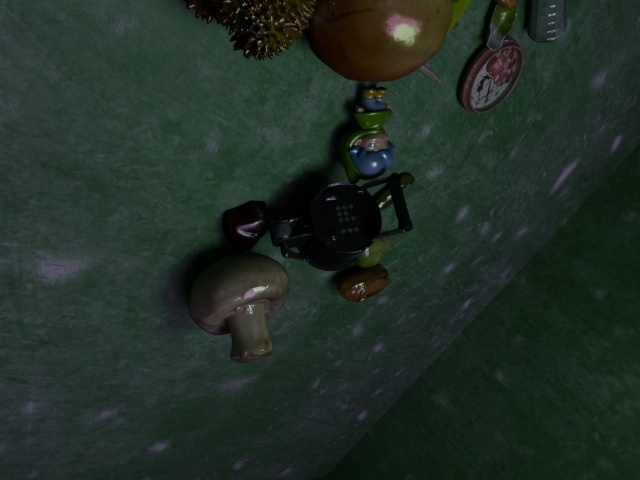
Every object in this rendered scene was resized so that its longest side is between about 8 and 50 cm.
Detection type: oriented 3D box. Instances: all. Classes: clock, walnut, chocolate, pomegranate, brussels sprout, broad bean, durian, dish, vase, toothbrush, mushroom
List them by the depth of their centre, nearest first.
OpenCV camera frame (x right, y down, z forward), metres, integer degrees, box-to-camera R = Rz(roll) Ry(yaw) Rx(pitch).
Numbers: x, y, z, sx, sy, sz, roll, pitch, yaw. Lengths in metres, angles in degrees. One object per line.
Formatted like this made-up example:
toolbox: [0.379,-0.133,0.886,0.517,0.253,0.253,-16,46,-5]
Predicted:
durian: [-0.116,-0.455,0.900,0.258,0.258,0.292,-31,148,-15]
pomegranate: [0.123,-0.475,1.064,0.319,0.319,0.319,-25,141,-22]
toothbrush: [0.255,-0.490,1.387,0.307,0.025,0.029,13,110,-48]
chocolate: [-0.197,-0.040,1.389,0.149,0.080,0.125,-45,145,7]
mushroom: [-0.206,0.186,1.424,0.298,0.289,0.297,-22,158,-9]
vase: [0.644,-0.705,1.437,0.143,0.143,0.299,-41,148,-2]
dish: [0.506,-0.618,1.469,0.091,0.039,0.137,-3,122,-30]
clock: [0.533,-0.512,1.599,0.245,0.056,0.244,-26,143,-22]
broad bean: [0.232,-0.154,1.697,0.214,0.048,0.070,-37,144,-12]
brussels sprout: [0.152,0.019,1.743,0.183,0.131,0.145,23,88,-51]
walnut: [0.159,0.153,1.889,0.245,0.137,0.137,-20,140,-42]

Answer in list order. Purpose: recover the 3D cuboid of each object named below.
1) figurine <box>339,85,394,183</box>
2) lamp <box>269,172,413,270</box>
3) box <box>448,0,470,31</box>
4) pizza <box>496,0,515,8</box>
figurine: [0.133,-0.286,1.403,0.162,0.143,0.263,-20,123,-42]
lamp: [0.055,-0.034,1.468,0.375,0.204,0.272,-13,166,2]
box: [0.335,-0.662,1.264,0.187,0.047,0.335,17,114,-51]
pizza: [0.477,-0.702,1.348,0.134,0.046,0.174,-13,128,-19]
